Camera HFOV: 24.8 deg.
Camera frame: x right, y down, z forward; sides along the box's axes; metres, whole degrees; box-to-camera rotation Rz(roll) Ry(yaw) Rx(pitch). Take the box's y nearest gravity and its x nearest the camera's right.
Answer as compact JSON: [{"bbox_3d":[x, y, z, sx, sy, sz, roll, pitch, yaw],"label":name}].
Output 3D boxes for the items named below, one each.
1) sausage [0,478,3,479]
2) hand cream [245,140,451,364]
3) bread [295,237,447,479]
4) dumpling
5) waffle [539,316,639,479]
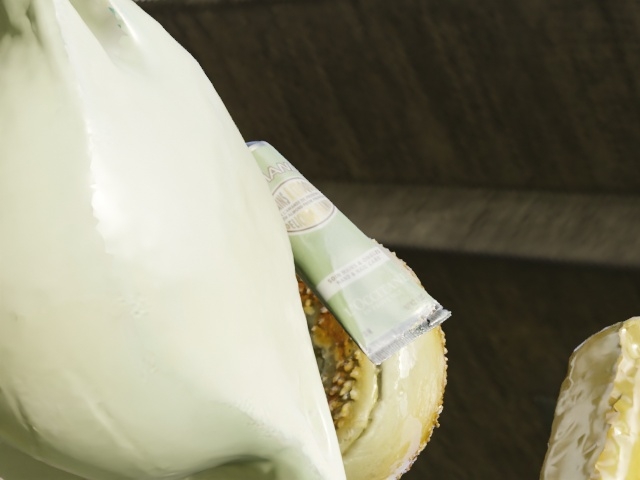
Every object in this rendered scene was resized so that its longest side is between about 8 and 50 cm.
[{"bbox_3d":[-0.149,0.152,0.964,0.234,0.071,0.071,21,-21,-21],"label":"sausage"},{"bbox_3d":[0.000,0.000,1.200,0.235,0.086,0.055,46,-32,22],"label":"hand cream"},{"bbox_3d":[0.013,0.135,1.538,0.158,0.306,0.305,17,-5,-43],"label":"bread"},{"bbox_3d":[-0.081,0.008,0.466,0.151,0.124,0.229,-10,-75,42],"label":"dumpling"},{"bbox_3d":[0.169,0.189,0.617,0.221,0.248,0.055,37,-37,-21],"label":"waffle"}]
